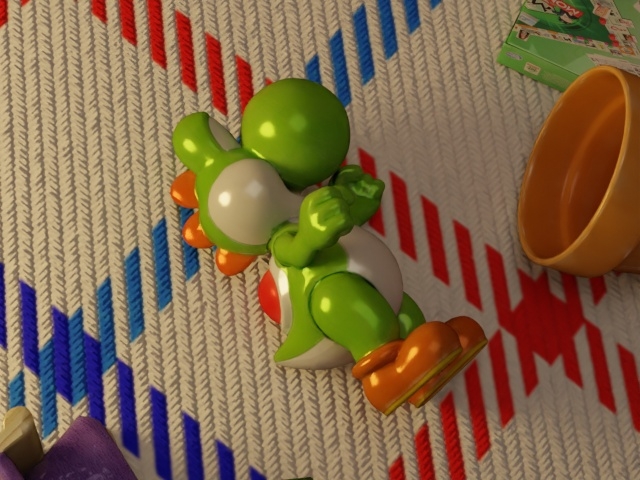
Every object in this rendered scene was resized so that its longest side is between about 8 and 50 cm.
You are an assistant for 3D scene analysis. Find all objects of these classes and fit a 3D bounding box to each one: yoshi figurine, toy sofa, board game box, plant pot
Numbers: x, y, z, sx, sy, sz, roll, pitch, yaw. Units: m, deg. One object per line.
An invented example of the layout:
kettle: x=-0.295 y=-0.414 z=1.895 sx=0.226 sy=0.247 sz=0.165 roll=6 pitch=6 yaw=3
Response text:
yoshi figurine: x=0.016 y=-0.020 z=1.338 sx=0.203 sy=0.203 sz=0.362 roll=-33 pitch=73 yaw=-34
toy sofa: x=-0.169 y=0.311 z=1.196 sx=0.177 sy=0.150 sz=0.362 roll=-36 pitch=76 yaw=-17
board game box: x=0.378 y=-0.222 z=1.526 sx=0.317 sy=0.046 sz=0.213 roll=26 pitch=69 yaw=4
plant pot: x=0.327 y=-0.047 z=1.381 sx=0.188 sy=0.205 sz=0.205 roll=18 pitch=67 yaw=-16

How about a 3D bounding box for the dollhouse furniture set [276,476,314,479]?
dollhouse furniture set: x=0.068 y=0.347 z=1.093 sx=0.197 sy=0.151 sz=0.301 roll=5 pitch=38 yaw=-39
